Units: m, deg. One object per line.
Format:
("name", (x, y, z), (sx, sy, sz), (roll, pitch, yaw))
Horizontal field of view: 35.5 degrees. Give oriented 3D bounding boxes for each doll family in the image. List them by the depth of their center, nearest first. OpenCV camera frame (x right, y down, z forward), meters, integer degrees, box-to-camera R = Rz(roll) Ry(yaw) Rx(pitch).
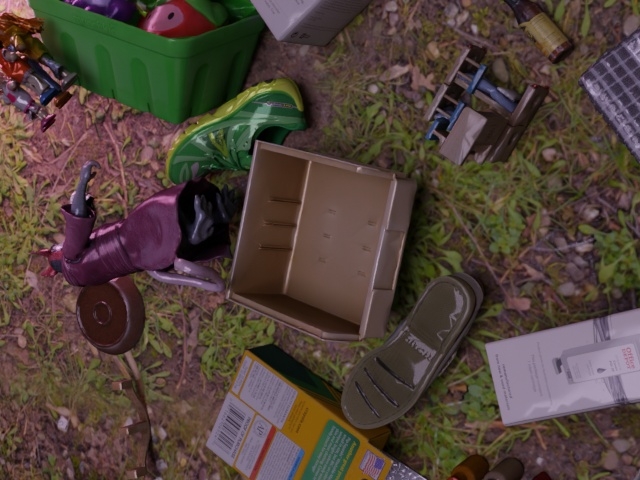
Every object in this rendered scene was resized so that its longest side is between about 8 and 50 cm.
("doll family", (-0.487, -0.295, 1.665), (0.163, 0.263, 0.118), (42, 72, -6))

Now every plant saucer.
("plant saucer", (-0.408, 0.138, 1.906), (0.168, 0.029, 0.168), (4, 98, 29))

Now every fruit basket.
("fruit basket", (-0.275, -0.423, 1.651), (0.392, 0.283, 0.392), (17, 121, 30))

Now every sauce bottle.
("sauce bottle", (0.309, -0.311, 1.434), (0.042, 0.042, 0.128), (-44, 71, 26))

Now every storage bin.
("storage bin", (0.000, 0.000, 1.549), (0.260, 0.123, 0.262), (19, 100, 46))

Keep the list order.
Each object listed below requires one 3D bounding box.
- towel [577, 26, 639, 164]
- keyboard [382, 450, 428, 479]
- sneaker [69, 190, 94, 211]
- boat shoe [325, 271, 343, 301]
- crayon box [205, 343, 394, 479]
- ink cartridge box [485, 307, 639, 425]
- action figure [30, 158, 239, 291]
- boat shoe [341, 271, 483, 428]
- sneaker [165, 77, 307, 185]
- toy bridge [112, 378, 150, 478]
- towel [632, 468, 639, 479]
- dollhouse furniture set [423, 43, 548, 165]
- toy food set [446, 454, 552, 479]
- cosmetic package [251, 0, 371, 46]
("towel", (0.499, -0.179, 1.291), (0.235, 0.121, 0.283), (-42, 75, 26))
("keyboard", (0.182, 0.430, 1.603), (0.256, 0.014, 0.072), (30, 109, 24))
("sneaker", (-0.454, -0.039, 1.907), (0.044, 0.040, 0.109), (6, 99, 28))
("boat shoe", (0.053, 0.051, 1.617), (0.137, 0.049, 0.043), (-42, 71, 24))
("crayon box", (-0.023, 0.344, 1.664), (0.323, 0.083, 0.203), (33, 111, 28))
("ink cartridge box", (0.396, 0.159, 1.336), (0.283, 0.207, 0.117), (-17, 78, 30))
("action figure", (-0.318, 0.020, 1.694), (0.370, 0.248, 0.276), (-19, 61, 15))
("boat shoe", (0.151, 0.176, 1.540), (0.113, 0.103, 0.302), (48, 116, 20))
("sneaker", (-0.146, -0.158, 1.675), (0.295, 0.109, 0.123), (-32, 79, 30))
("toy bridge", (-0.347, 0.352, 1.872), (0.026, 0.063, 0.188), (-11, 89, 31))
("towel", (0.557, 0.232, 1.211), (0.312, 0.324, 0.056), (-65, 28, 19))
("dollhouse furniture set", (0.214, -0.196, 1.417), (0.129, 0.184, 0.129), (37, 112, 22))
("toy food set", (0.297, 0.411, 1.480), (0.111, 0.104, 0.232), (-45, 73, 26))
("cosmetic package", (0.043, -0.484, 1.503), (0.365, 0.155, 0.197), (-38, 77, 27))
